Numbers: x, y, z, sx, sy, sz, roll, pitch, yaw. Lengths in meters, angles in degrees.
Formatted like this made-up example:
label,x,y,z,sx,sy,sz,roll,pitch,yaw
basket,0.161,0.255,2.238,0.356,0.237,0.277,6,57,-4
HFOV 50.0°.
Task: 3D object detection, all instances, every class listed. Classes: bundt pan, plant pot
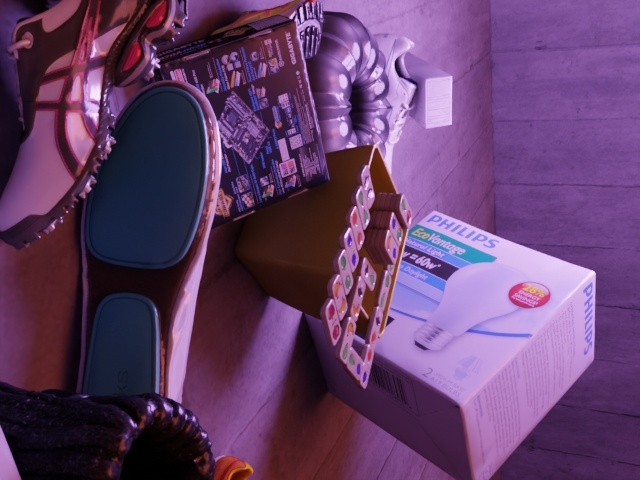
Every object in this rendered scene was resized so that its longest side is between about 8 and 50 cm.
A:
label,x,y,z,sx,sy,sz,roll,pitch,yaw
bundt pan,0.026,-0.217,1.127,0.331,0.124,0.330,4,90,-65
plant pot,0.000,0.000,1.021,0.212,0.187,0.212,58,42,-53

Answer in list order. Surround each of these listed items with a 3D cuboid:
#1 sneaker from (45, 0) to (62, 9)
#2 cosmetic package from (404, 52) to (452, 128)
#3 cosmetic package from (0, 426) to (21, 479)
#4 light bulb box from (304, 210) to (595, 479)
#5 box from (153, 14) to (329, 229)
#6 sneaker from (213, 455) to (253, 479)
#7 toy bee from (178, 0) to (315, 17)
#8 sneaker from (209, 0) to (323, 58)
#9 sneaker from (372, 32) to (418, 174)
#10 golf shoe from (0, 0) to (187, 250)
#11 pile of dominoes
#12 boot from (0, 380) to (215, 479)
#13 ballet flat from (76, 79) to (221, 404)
label,x,y,z,sx,sy,sz,roll,pitch,yaw
sneaker,-0.249,-0.230,0.622,0.118,0.042,0.067,-31,117,-63
cosmetic package,0.197,-0.311,1.401,0.239,0.061,0.098,-118,-158,-60
cosmetic package,-0.287,0.199,0.397,0.156,0.217,0.384,-43,134,-56
light bulb box,0.234,0.170,1.220,0.361,0.358,0.225,-37,131,-27
box,-0.093,-0.144,0.848,0.175,0.051,0.220,-24,123,-17
sneaker,-0.140,0.373,0.910,0.064,0.068,0.175,57,44,-54
toy bee,-0.061,-0.383,0.879,0.162,0.195,0.298,25,93,-21
sneaker,-0.070,-0.286,0.932,0.208,0.094,0.081,-37,139,-48
sneaker,0.120,-0.252,1.319,0.111,0.129,0.297,-37,128,-60
golf shoe,-0.233,-0.127,0.609,0.120,0.105,0.272,30,81,-32
pile of dominoes,0.071,0.049,0.910,0.196,0.040,0.251,56,43,-53
boot,-0.187,0.246,0.558,0.131,0.260,0.347,-62,145,-43
ballet flat,-0.181,0.035,0.735,0.139,0.139,0.400,6,92,-65
